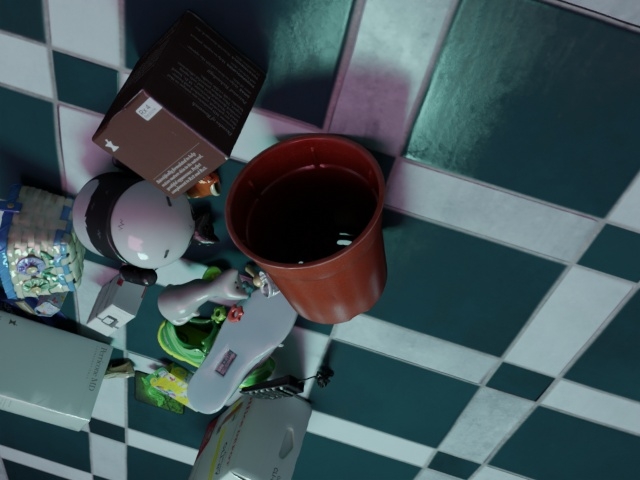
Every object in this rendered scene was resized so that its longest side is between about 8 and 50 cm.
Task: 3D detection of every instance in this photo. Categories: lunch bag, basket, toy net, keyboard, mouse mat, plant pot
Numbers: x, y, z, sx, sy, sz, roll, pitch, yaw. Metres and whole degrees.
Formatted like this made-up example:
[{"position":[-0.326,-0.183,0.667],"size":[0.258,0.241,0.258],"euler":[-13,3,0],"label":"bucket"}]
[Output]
[{"position":[-0.659,0.144,2.047],"size":[0.083,0.071,0.053],"euler":[-25,130,38],"label":"lunch bag"},{"position":[-0.649,-0.001,1.759],"size":[0.288,0.201,0.255],"euler":[7,143,-2],"label":"basket"},{"position":[-0.158,0.103,1.761],"size":[0.232,0.122,0.045],"euler":[-14,158,38],"label":"toy net"},{"position":[-0.071,0.346,1.977],"size":[0.201,0.033,0.317],"euler":[-16,167,2],"label":"keyboard"},{"position":[-0.455,0.433,2.373],"size":[0.152,0.007,0.190],"euler":[17,141,1],"label":"mouse mat"},{"position":[0.000,0.000,1.481],"size":[0.272,0.272,0.265],"euler":[4,148,17],"label":"plant pot"}]

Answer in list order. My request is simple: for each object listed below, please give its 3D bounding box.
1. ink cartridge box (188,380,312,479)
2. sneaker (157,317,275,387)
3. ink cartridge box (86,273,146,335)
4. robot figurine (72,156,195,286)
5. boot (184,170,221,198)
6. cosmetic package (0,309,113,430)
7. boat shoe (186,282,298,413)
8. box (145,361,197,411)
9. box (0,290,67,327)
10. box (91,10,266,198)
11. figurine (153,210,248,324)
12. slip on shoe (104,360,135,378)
[{"position":[-0.205,0.577,2.231],"size":[0.160,0.279,0.385],"euler":[30,140,-13],"label":"ink cartridge box"},{"position":[-0.247,0.262,1.998],"size":[0.295,0.109,0.123],"euler":[22,146,-5],"label":"sneaker"},{"position":[-0.470,0.143,1.939],"size":[0.063,0.109,0.150],"euler":[32,140,-23],"label":"ink cartridge box"},{"position":[-0.356,-0.041,1.590],"size":[0.278,0.173,0.209],"euler":[11,145,47],"label":"robot figurine"},{"position":[-0.232,-0.135,1.556],"size":[0.084,0.059,0.158],"euler":[5,149,12],"label":"boot"},{"position":[-0.752,0.326,2.139],"size":[0.385,0.217,0.156],"euler":[18,151,-16],"label":"cosmetic package"},{"position":[-0.156,0.228,1.893],"size":[0.136,0.156,0.367],"euler":[36,108,5],"label":"boat shoe"},{"position":[-0.373,0.391,2.256],"size":[0.179,0.043,0.105],"euler":[35,135,-24],"label":"box"},{"position":[-0.784,0.182,2.173],"size":[0.225,0.037,0.136],"euler":[-6,136,25],"label":"box"},{"position":[-0.221,-0.213,1.332],"size":[0.167,0.203,0.168],"euler":[37,139,-24],"label":"box"},{"position":[-0.266,0.056,1.734],"size":[0.209,0.092,0.215],"euler":[-19,107,30],"label":"figurine"},{"position":[-0.562,0.353,2.292],"size":[0.135,0.051,0.041],"euler":[-7,96,40],"label":"slip on shoe"}]
